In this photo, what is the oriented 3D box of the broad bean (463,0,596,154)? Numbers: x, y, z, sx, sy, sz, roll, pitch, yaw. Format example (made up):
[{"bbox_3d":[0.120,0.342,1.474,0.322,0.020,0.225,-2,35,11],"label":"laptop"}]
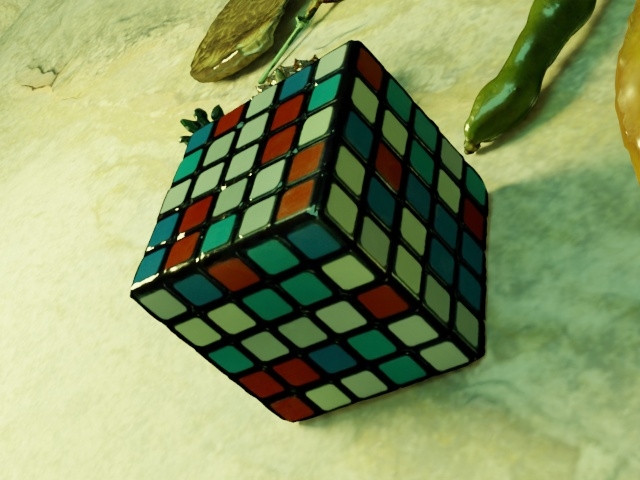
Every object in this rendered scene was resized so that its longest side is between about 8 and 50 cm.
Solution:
[{"bbox_3d":[0.196,-0.179,0.868,0.256,0.052,0.053,-56,-11,-12],"label":"broad bean"}]

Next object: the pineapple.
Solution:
[{"bbox_3d":[-0.055,-0.133,1.083,0.221,0.083,0.103,-24,78,32],"label":"pineapple"}]

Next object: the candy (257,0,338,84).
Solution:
[{"bbox_3d":[-0.024,-0.271,1.276,0.185,0.049,0.055,-54,0,-2],"label":"candy"}]

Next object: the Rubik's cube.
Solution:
[{"bbox_3d":[0.000,0.000,0.759,0.187,0.182,0.184,-26,36,32],"label":"Rubik's cube"}]

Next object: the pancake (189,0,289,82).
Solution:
[{"bbox_3d":[-0.067,-0.330,1.387,0.286,0.033,0.288,-27,32,32],"label":"pancake"}]

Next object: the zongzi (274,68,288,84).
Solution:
[{"bbox_3d":[-0.035,-0.091,0.991,0.109,0.119,0.055,-48,-11,-1],"label":"zongzi"}]

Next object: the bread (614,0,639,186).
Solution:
[{"bbox_3d":[0.302,-0.081,0.461,0.358,0.204,0.337,-11,40,48],"label":"bread"}]
